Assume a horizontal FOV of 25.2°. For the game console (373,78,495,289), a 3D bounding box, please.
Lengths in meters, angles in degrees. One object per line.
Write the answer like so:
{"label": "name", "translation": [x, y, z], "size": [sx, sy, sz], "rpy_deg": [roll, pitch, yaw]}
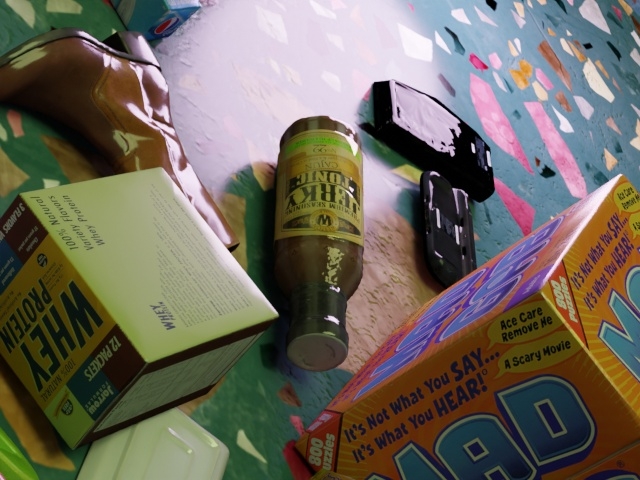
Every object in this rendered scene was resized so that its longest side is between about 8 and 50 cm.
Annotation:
{"label": "game console", "translation": [0.165, -0.074, 2.030], "size": [0.213, 0.044, 0.361], "rpy_deg": [31, 39, -29]}

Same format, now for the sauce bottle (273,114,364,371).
{"label": "sauce bottle", "translation": [0.000, 0.000, 1.690], "size": [0.111, 0.111, 0.344], "rpy_deg": [31, 38, -30]}

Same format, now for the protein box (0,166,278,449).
{"label": "protein box", "translation": [-0.191, 0.057, 1.349], "size": [0.200, 0.136, 0.201], "rpy_deg": [51, 31, 15]}

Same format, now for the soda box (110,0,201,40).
{"label": "soda box", "translation": [-0.238, -0.349, 1.749], "size": [0.067, 0.071, 0.210], "rpy_deg": [-20, 76, -55]}

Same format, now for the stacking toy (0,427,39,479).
{"label": "stacking toy", "translation": [-0.317, 0.183, 1.086], "size": [0.309, 0.130, 0.279], "rpy_deg": [41, -11, 42]}

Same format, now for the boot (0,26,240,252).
{"label": "boot", "translation": [-0.227, -0.082, 1.536], "size": [0.264, 0.096, 0.280], "rpy_deg": [-12, 77, -63]}

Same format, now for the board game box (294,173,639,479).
{"label": "board game box", "translation": [0.268, 0.210, 1.605], "size": [0.356, 0.356, 0.356], "rpy_deg": [52, 32, -3]}

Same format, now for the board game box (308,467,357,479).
{"label": "board game box", "translation": [0.060, 0.288, 1.413], "size": [0.039, 0.259, 0.124], "rpy_deg": [-43, 98, -16]}

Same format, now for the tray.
{"label": "tray", "translation": [-0.160, 0.247, 1.338], "size": [0.145, 0.030, 0.270], "rpy_deg": [42, 35, -19]}
